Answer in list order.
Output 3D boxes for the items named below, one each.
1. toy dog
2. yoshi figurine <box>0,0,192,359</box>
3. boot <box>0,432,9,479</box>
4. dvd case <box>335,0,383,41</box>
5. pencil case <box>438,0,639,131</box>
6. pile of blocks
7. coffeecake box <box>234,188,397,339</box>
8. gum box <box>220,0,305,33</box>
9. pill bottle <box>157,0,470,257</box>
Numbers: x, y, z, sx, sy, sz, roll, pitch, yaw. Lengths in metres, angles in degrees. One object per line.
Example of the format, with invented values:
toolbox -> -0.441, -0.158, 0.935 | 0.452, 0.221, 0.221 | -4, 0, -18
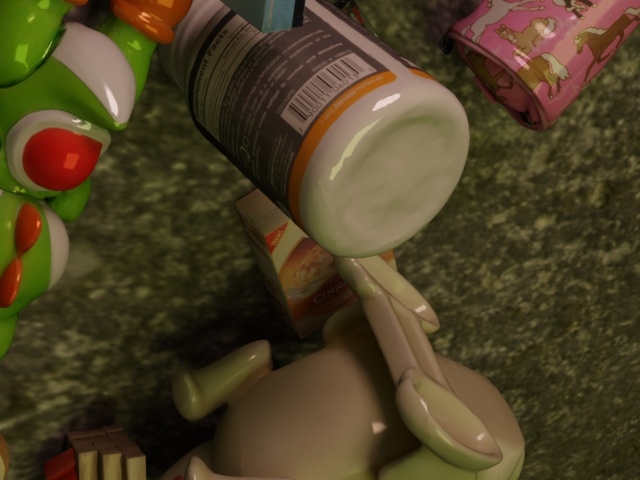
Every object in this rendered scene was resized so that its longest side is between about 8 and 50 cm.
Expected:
toy dog -> -0.010, 0.248, 1.229 | 0.408, 0.284, 0.395 | -37, 142, 15
yoshi figurine -> -0.255, -0.078, 0.905 | 0.203, 0.204, 0.362 | -67, -179, -87
boot -> -0.440, 0.287, 1.069 | 0.203, 0.095, 0.261 | 21, 102, -51
dvd case -> 0.006, -0.181, 1.135 | 0.119, 0.013, 0.087 | -45, 142, 1
pencil case -> 0.304, -0.301, 1.176 | 0.386, 0.167, 0.160 | -48, 144, 3
pile of blocks -> -0.275, 0.368, 1.255 | 0.113, 0.149, 0.362 | -5, 125, -25
coffeecake box -> 0.000, 0.000, 1.244 | 0.142, 0.068, 0.185 | -33, 140, -14
gum box -> -0.071, -0.268, 0.849 | 0.041, 0.184, 0.156 | -17, 134, -32
pill bottle -> -0.017, -0.121, 0.953 | 0.162, 0.278, 0.162 | -24, 136, -25
